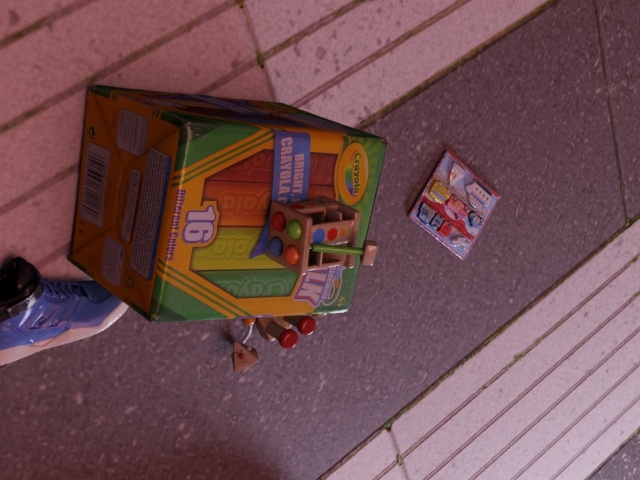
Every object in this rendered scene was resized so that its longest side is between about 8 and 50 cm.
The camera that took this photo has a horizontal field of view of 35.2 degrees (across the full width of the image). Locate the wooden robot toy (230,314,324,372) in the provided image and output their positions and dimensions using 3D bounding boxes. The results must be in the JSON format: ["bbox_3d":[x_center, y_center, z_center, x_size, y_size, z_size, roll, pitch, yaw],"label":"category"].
[{"bbox_3d":[-0.045,0.065,1.099,0.173,0.076,0.079,-37,115,-23],"label":"wooden robot toy"}]

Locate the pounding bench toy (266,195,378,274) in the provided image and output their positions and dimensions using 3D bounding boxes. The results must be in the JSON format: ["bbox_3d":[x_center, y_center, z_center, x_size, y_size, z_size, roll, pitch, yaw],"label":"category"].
[{"bbox_3d":[0.000,0.000,0.859,0.065,0.083,0.052,-8,114,-38],"label":"pounding bench toy"}]

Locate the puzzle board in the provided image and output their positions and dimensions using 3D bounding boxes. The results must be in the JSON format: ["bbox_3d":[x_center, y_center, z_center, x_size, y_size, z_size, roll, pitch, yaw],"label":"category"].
[{"bbox_3d":[0.170,-0.042,1.266,0.128,0.011,0.096,35,84,-42],"label":"puzzle board"}]

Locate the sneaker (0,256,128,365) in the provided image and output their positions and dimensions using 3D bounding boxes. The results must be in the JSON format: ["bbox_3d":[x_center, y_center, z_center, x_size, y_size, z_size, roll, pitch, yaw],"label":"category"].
[{"bbox_3d":[-0.250,0.050,0.933,0.152,0.058,0.084,-20,127,-24],"label":"sneaker"}]

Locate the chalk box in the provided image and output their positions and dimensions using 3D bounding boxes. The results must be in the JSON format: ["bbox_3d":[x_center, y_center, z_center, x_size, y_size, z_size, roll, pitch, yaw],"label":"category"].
[{"bbox_3d":[-0.064,-0.037,0.967,0.289,0.179,0.180,-1,108,-38],"label":"chalk box"}]
